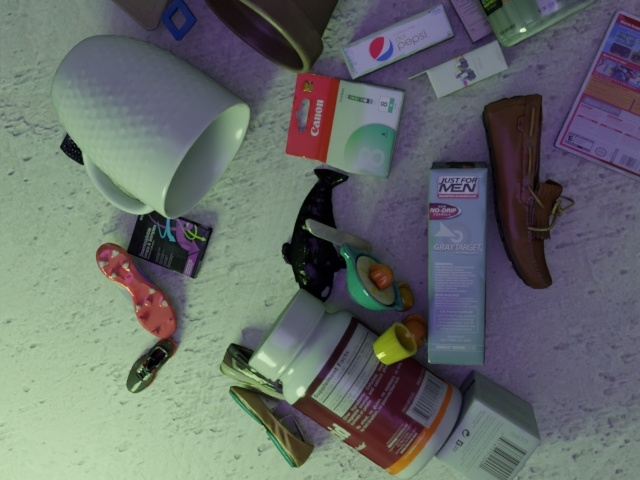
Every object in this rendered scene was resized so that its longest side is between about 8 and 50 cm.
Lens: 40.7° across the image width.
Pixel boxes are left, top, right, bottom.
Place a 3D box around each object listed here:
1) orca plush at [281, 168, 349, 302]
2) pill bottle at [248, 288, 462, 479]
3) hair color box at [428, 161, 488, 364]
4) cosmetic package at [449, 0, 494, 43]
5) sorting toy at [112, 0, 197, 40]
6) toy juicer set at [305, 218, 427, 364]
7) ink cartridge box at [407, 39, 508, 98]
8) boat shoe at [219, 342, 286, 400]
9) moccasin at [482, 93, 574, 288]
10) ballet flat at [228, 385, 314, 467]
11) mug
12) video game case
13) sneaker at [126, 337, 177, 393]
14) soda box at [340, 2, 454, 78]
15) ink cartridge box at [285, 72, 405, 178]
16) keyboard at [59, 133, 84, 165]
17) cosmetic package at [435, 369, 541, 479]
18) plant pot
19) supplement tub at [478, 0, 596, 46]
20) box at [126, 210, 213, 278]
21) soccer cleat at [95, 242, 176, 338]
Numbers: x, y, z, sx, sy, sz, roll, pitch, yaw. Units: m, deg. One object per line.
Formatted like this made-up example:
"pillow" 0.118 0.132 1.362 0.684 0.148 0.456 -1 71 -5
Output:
"orca plush" 0.000 0.000 1.773 0.151 0.102 0.287 22 102 5
"pill bottle" 0.066 0.283 1.740 0.392 0.224 0.224 35 103 -1
"hair color box" 0.269 0.037 1.696 0.114 0.185 0.374 0 99 9
"cosmetic package" 0.296 -0.448 1.685 0.060 0.041 0.115 -27 95 11
"sorting toy" -0.353 -0.553 1.740 0.348 0.047 0.196 42 119 15
"toy juicer set" 0.122 0.078 1.711 0.089 0.209 0.329 -38 74 28
"ink cartridge box" 0.267 -0.323 1.678 0.181 0.104 0.061 -21 95 12
"boat shoe" -0.106 0.282 1.848 0.224 0.080 0.073 18 107 10
"moccasin" 0.415 -0.094 1.687 0.147 0.139 0.379 -8 89 19
"ballet flat" -0.104 0.389 1.880 0.073 0.080 0.232 -41 94 -15
"mug" -0.367 -0.213 1.729 0.328 0.276 0.374 35 130 9
"video game case" 0.607 -0.276 1.675 0.204 0.025 0.285 23 102 5
"sneaker" -0.381 0.277 1.896 0.061 0.065 0.158 38 102 1
"soda box" 0.152 -0.390 1.700 0.216 0.074 0.069 -21 96 12
"ink cartridge box" 0.046 -0.235 1.747 0.225 0.056 0.180 11 106 5
"keyboard" -0.500 -0.261 1.840 0.100 0.038 0.192 34 102 2
"cosmetic package" 0.334 0.385 1.744 0.151 0.183 0.151 32 102 1
"plant pot" -0.063 -0.488 1.646 0.263 0.263 0.229 35 85 2
"supplement tub" 0.353 -0.545 1.576 0.207 0.207 0.338 -27 94 12
"box" -0.326 0.001 1.860 0.162 0.029 0.116 20 102 7
"soccer cleat" -0.395 0.104 1.871 0.083 0.095 0.248 -37 109 -2
